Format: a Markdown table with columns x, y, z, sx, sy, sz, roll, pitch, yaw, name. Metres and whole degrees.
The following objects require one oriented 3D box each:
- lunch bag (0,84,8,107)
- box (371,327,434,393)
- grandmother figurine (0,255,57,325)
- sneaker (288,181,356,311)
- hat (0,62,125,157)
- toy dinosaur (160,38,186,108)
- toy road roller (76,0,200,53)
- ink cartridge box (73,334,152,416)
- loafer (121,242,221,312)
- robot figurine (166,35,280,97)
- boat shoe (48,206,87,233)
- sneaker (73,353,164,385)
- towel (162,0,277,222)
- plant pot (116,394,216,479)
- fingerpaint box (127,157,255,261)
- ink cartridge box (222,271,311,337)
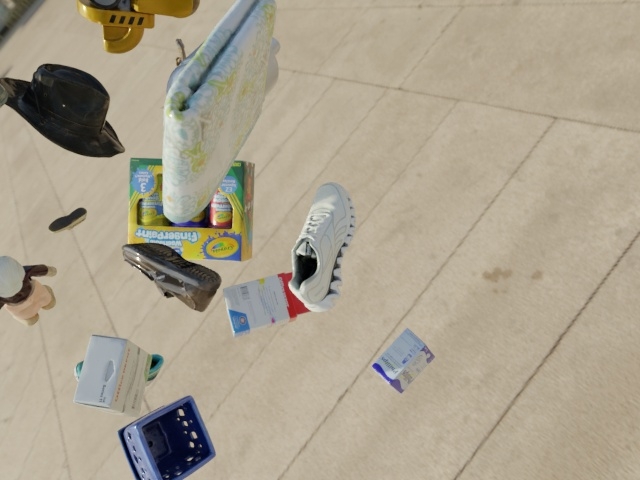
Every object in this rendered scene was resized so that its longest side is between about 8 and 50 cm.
| x | y | z | sx | sy | sz | roll | pitch | yaw | name |
| --- | --- | --- | --- | --- | --- | --- | --- | --- | --- |
| -0.830 | -0.242 | 1.238 | 0.256 | 0.212 | 0.305 | -35 | 32 | 19 | lunch bag |
| 0.216 | 0.313 | 1.582 | 0.137 | 0.126 | 0.072 | -46 | 57 | -3 | box |
| -0.757 | 0.126 | 1.524 | 0.208 | 0.104 | 0.342 | -57 | -1 | -25 | grandmother figurine |
| 0.000 | 0.000 | 1.313 | 0.110 | 0.118 | 0.292 | -5 | 66 | 33 | sneaker |
| -0.606 | -0.347 | 1.503 | 0.134 | 0.331 | 0.331 | -54 | 32 | 17 | hat |
| -0.372 | -0.430 | 1.647 | 0.112 | 0.064 | 0.212 | 51 | 133 | 46 | toy dinosaur |
| -0.523 | -0.669 | 1.760 | 0.203 | 0.329 | 0.241 | -110 | 26 | -44 | toy road roller |
| -0.463 | 0.309 | 1.386 | 0.086 | 0.208 | 0.153 | 7 | 68 | 3 | ink cartridge box |
| -0.449 | 0.105 | 1.768 | 0.365 | 0.133 | 0.130 | 23 | 106 | 32 | loafer |
| -0.238 | -0.387 | 1.500 | 0.354 | 0.199 | 0.300 | -57 | -1 | -32 | robot figurine |
| -0.821 | -0.056 | 2.001 | 0.050 | 0.045 | 0.135 | 41 | 54 | 21 | boat shoe |
| -0.591 | 0.371 | 1.810 | 0.110 | 0.275 | 0.107 | -45 | 59 | 29 | sneaker |
| -0.198 | -0.255 | 1.172 | 0.321 | 0.090 | 0.375 | 108 | -175 | -57 | towel |
| -0.530 | 0.679 | 2.054 | 0.212 | 0.236 | 0.235 | -23 | -1 | 42 | plant pot |
| -0.483 | -0.116 | 2.295 | 0.444 | 0.163 | 0.372 | 3 | 94 | 9 | fingerpaint box |
| -0.150 | 0.178 | 1.738 | 0.230 | 0.078 | 0.134 | -13 | 73 | -12 | ink cartridge box |
